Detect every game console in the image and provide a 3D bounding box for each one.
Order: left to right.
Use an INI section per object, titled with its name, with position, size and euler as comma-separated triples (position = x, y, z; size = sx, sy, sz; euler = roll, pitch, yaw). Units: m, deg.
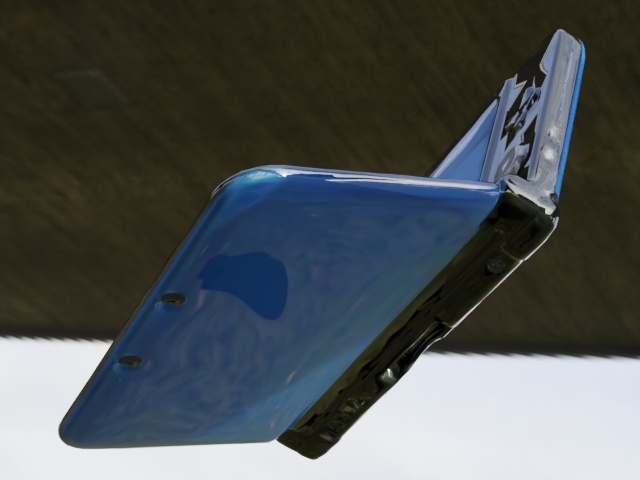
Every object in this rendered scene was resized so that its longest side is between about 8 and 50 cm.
[game console]
position = 0.000, 0.000, 0.791
size = 0.173, 0.250, 0.293
euler = 29, -44, -10
